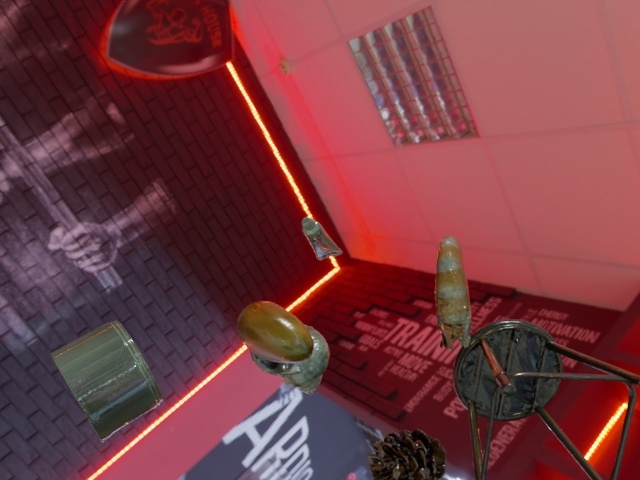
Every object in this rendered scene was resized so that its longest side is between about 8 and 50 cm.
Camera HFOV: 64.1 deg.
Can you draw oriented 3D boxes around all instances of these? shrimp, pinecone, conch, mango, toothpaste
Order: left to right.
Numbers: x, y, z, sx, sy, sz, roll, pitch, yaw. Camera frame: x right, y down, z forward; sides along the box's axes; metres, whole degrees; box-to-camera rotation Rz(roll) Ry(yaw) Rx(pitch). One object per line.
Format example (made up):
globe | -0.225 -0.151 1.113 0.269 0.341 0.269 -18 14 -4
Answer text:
mango | -0.106 0.209 1.163 0.151 0.120 0.221 45 -21 -25
conch | -0.079 0.343 1.510 0.195 0.220 0.277 -9 -62 36
toothpaste | 0.000 0.000 1.224 0.255 0.067 0.037 56 16 -66
pinecone | 0.233 0.602 1.387 0.204 0.184 0.179 34 -16 -28
shrimp | 0.279 0.079 1.094 0.068 0.287 0.185 -6 -65 15

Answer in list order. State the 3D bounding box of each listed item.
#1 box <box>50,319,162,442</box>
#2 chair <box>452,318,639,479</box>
box | -0.477 0.312 1.148 0.226 0.149 0.226 38 -36 35
chair | 0.514 0.404 1.224 0.410 0.361 0.365 -96 -172 -75
